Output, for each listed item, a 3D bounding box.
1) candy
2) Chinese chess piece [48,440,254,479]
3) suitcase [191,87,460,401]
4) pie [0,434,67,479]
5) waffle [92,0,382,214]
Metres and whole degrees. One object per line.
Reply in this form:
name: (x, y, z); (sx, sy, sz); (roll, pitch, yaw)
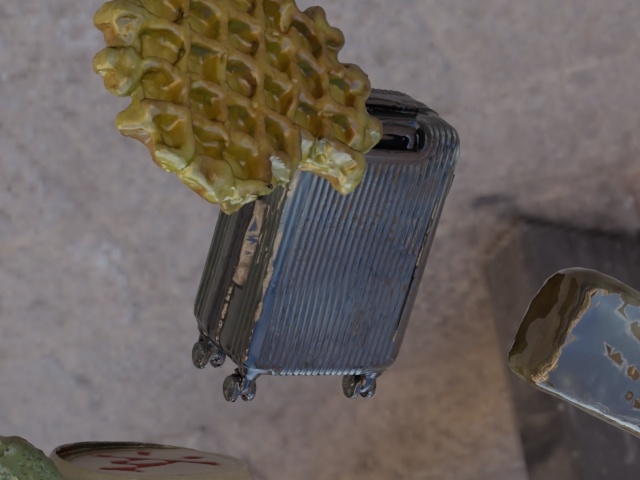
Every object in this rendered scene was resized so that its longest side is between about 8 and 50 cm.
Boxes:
candy: (0.266, 0.108, 1.392); (0.234, 0.104, 0.102); (28, 180, -17)
Chinese chess piece: (-0.198, 0.297, 1.984); (0.250, 0.103, 0.250); (6, -177, 0)
suitcase: (0.000, 0.000, 1.668); (0.202, 0.128, 0.312); (2, 115, -34)
pie: (-0.468, 0.336, 1.842); (0.418, 0.180, 0.395); (19, 128, -6)
waffle: (-0.060, -0.115, 1.287); (0.056, 0.253, 0.249); (-28, 110, 37)
